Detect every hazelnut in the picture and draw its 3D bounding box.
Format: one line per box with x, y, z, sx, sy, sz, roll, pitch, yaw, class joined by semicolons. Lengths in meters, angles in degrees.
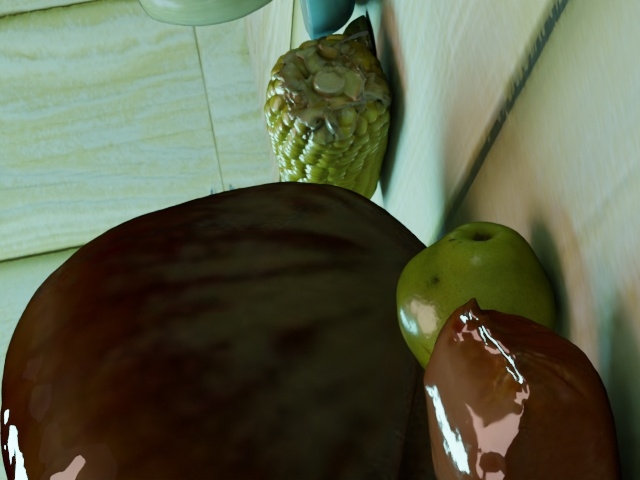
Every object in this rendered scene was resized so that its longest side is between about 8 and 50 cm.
-0.042;0.147;1.155;0.409;0.359;0.359;-116;14;-46;hazelnut

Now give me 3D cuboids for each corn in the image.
0.007;-0.090;1.469;0.305;0.106;0.106;86;173;-75;corn

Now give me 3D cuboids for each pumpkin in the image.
0.031;-0.161;1.483;0.083;0.028;0.050;80;177;-71;pumpkin

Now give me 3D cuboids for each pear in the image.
0.081;0.039;0.904;0.092;0.092;0.097;-112;14;-71;pear

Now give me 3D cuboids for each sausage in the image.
0.108;0.176;0.846;0.097;0.094;0.348;-130;29;-54;sausage

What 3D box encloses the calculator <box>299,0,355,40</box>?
-0.017;-0.294;1.395;0.386;0.054;0.256;-42;-58;-86;calculator

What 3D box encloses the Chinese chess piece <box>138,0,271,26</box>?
-0.118;-0.362;1.530;0.338;0.140;0.338;-8;-90;-87;Chinese chess piece
